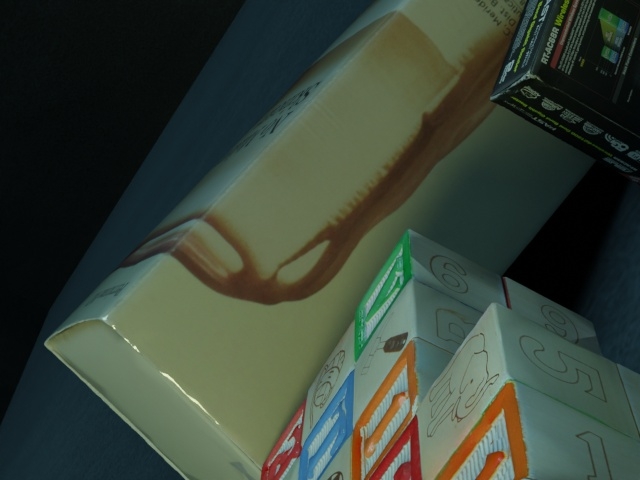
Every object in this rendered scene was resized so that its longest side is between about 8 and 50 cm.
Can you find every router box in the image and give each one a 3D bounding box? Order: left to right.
[{"bbox_3d":[0.142,-0.098,0.626,0.038,0.092,0.122,-33,32,64],"label":"router box"}]

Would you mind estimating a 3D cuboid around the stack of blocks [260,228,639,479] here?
[{"bbox_3d":[0.045,0.110,0.404,0.171,0.087,0.297,-59,11,23],"label":"stack of blocks"}]

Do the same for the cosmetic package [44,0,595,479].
[{"bbox_3d":[0.017,-0.017,0.676,0.296,0.129,0.153,-49,11,-22],"label":"cosmetic package"}]
